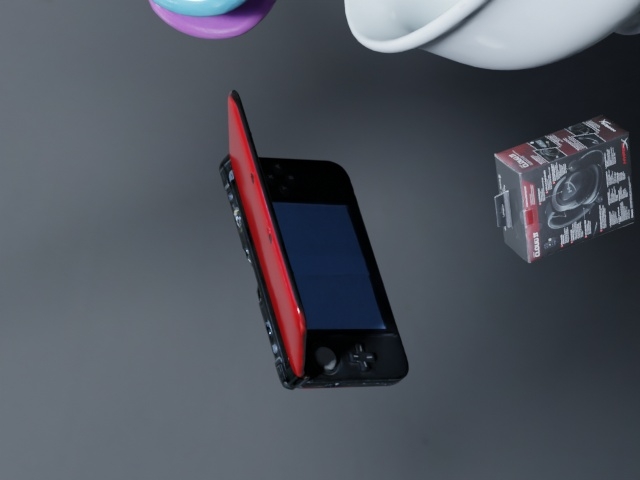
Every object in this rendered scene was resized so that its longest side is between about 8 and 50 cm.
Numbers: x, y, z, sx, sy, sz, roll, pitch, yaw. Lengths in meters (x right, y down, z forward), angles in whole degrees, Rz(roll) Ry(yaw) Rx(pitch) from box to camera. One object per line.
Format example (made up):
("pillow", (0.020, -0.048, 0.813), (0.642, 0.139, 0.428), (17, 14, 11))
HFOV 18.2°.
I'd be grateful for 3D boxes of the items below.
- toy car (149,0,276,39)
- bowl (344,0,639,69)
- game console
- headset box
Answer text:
("toy car", (-0.075, -0.187, 1.185), (0.159, 0.182, 0.136), (-21, 110, -1))
("bowl", (0.148, -0.206, 1.091), (0.134, 0.298, 0.298), (27, 83, -19))
("game console", (0.000, 0.000, 1.088), (0.124, 0.085, 0.144), (1, 61, -36))
("headset box", (0.140, -0.029, 1.172), (0.083, 0.032, 0.062), (-20, 122, -16))
